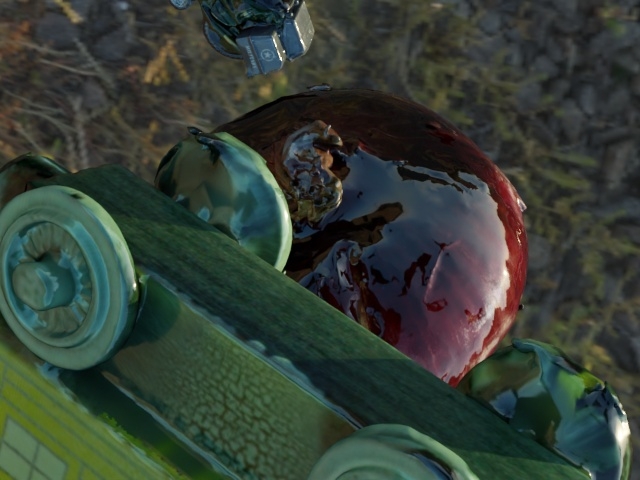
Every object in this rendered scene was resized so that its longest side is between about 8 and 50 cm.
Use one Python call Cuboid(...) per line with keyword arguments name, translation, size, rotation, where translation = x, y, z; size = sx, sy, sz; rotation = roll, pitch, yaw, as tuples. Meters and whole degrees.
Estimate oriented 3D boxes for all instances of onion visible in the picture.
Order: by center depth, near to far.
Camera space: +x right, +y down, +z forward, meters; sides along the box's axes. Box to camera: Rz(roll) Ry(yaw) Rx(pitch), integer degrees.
Cuboid(name="onion", translation=(0.000, 0.000, 1.127), size=(0.314, 0.314, 0.232), rotation=(-35, 134, -17))

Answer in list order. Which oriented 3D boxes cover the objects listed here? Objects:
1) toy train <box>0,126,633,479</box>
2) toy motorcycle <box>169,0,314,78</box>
Cuboid(name="toy train", translation=(-0.034, 0.132, 0.801), size=(0.179, 0.442, 0.272), rotation=(-19, 135, -51))
Cuboid(name="toy motorcycle", translation=(-0.078, -0.307, 1.613), size=(0.125, 0.187, 0.274), rotation=(-69, 147, -45))
